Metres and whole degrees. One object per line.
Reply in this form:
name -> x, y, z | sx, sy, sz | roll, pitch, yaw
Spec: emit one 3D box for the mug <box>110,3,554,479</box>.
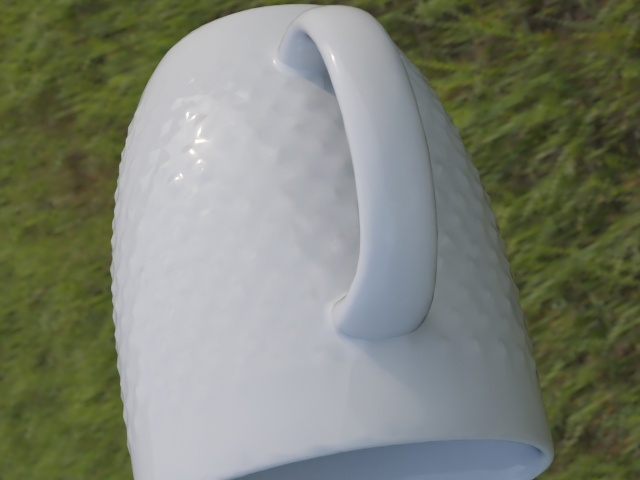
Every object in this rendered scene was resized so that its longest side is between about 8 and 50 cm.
mug -> 0.000, 0.000, 0.979 | 0.374, 0.276, 0.328 | 115, 147, -64
